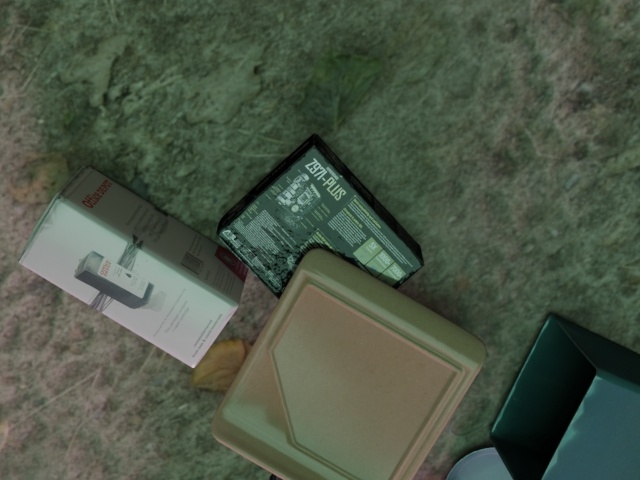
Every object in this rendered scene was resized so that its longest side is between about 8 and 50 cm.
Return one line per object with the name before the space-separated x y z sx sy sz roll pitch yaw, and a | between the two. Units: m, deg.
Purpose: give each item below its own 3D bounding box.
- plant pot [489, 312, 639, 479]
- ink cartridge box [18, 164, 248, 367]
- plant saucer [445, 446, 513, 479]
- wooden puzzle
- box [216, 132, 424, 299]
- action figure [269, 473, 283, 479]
plant pot | 0.342 0.218 1.449 0.234 0.166 0.165 21 104 -15
ink cartridge box | -0.195 0.024 1.405 0.218 0.158 0.092 34 103 -7
plant saucer | 0.203 0.294 1.537 0.119 0.021 0.119 0 105 2
wooden puzzle | 0.029 0.158 1.408 0.221 0.044 0.239 30 99 1
box | 0.000 0.000 1.436 0.147 0.077 0.180 -42 100 11
action figure | 0.065 0.334 1.494 0.275 0.141 0.164 18 103 13
